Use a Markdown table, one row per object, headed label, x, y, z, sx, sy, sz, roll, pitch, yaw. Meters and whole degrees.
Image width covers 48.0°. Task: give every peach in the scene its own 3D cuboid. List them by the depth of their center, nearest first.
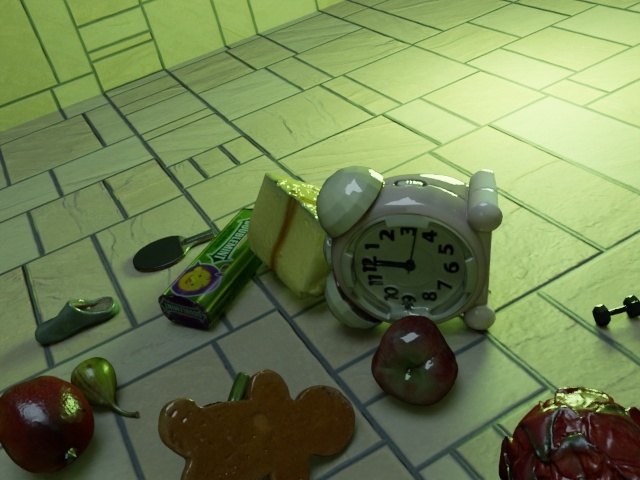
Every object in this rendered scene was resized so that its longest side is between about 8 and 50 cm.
| label | x | y | z | sx | sy | sz | roll | pitch | yaw |
| --- | --- | --- | --- | --- | --- | --- | --- | --- | --- |
| peach | 0.168 | 0.200 | 1.245 | 0.152 | 0.152 | 0.152 | -11 | 33 | 7 |

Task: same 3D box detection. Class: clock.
| label | x | y | z | sx | sy | sz | roll | pitch | yaw |
| --- | --- | --- | --- | --- | --- | --- | --- | --- | --- |
| clock | 0.160 | 0.018 | 1.341 | 0.325 | 0.342 | 0.184 | -2 | 29 | 7 |

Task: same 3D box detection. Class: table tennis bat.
| label | x | y | z | sx | sy | sz | roll | pitch | yaw |
| --- | --- | --- | --- | --- | --- | --- | --- | --- | --- |
| table tennis bat | -0.372 | 0.020 | 1.827 | 0.220 | 0.019 | 0.130 | -22 | 35 | -7 |

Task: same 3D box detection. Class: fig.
| label | x | y | z | sx | sy | sz | roll | pitch | yaw |
| --- | --- | --- | --- | --- | --- | --- | --- | --- | --- |
| fig | -0.424 | 0.289 | 1.390 | 0.093 | 0.093 | 0.166 | -33 | 38 | -25 |

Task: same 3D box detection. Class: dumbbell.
| label | x | y | z | sx | sy | sz | roll | pitch | yaw |
| --- | --- | --- | --- | --- | --- | --- | --- | --- | --- |
| dumbbell | 0.533 | 0.127 | 1.290 | 0.083 | 0.040 | 0.036 | -16 | 1 | -1 |

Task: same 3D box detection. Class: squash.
| label | x | y | z | sx | sy | sz | roll | pitch | yaw |
| --- | --- | --- | --- | --- | --- | --- | --- | --- | --- |
| squash | -0.155 | 0.285 | 1.342 | 0.027 | 0.027 | 0.083 | -4 | 34 | 16 |

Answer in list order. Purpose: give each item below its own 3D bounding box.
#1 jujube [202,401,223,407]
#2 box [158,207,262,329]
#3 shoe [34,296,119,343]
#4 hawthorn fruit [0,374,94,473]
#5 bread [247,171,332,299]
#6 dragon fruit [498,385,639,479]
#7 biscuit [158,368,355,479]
| label | x | y | z | sx | sy | sz | roll | pitch | yaw |
| --- | --- | --- | --- | --- | --- | --- | --- | --- | --- |
| jujube | -0.158 | 0.326 | 1.223 | 0.165 | 0.104 | 0.104 | 0 | 35 | 33 |
| box | -0.216 | 0.052 | 1.645 | 0.134 | 0.097 | 0.345 | 9 | 39 | 28 |
| shoe | -0.562 | 0.165 | 1.638 | 0.195 | 0.078 | 0.079 | -19 | 34 | -12 |
| hawthorn fruit | -0.490 | 0.338 | 1.283 | 0.169 | 0.169 | 0.188 | -28 | 47 | -18 |
| bread | 0.000 | 0.000 | 1.584 | 0.236 | 0.198 | 0.263 | 2 | 30 | -43 |
| dragon fruit | 0.350 | 0.308 | 0.979 | 0.233 | 0.234 | 0.293 | -9 | 3 | 10 |
| biscuit | -0.087 | 0.315 | 1.147 | 0.323 | 0.206 | 0.049 | -14 | -12 | -30 |
